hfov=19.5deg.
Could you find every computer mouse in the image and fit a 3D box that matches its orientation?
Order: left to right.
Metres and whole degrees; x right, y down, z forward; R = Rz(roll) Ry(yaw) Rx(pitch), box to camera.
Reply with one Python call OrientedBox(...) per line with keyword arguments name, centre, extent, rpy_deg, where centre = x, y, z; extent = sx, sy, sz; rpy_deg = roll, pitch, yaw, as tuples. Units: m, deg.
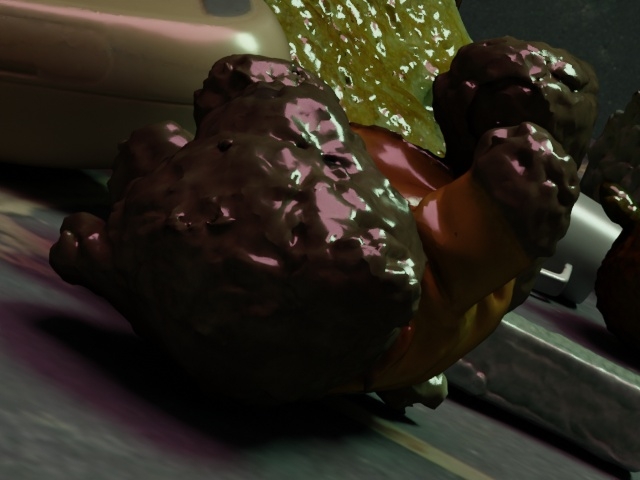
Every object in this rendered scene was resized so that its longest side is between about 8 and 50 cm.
OrientedBox(name="computer mouse", centre=(-0.130, -0.084, 0.823), extent=(0.236, 0.082, 0.145), rpy_deg=(6, 22, -13))

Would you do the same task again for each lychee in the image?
OrientedBox(name="lychee", centre=(0.214, 0.022, 1.076), extent=(0.146, 0.114, 0.114), rpy_deg=(45, 8, -4))

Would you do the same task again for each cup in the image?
OrientedBox(name="cup", centre=(0.122, -0.006, 1.156), extent=(0.116, 0.074, 0.104), rpy_deg=(30, 33, 1))

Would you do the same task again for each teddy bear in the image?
OrientedBox(name="teddy bear", centre=(0.000, 0.000, 0.647), extent=(0.177, 0.140, 0.190), rpy_deg=(2, 6, 28))

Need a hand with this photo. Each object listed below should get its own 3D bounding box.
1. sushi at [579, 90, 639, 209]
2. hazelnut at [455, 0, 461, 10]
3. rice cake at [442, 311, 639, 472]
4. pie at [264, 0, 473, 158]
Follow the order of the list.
OrientedBox(name="sushi", centre=(0.272, 0.000, 1.278), extent=(0.126, 0.136, 0.225), rpy_deg=(13, 22, -41))
OrientedBox(name="hazelnut", centre=(-0.018, -0.329, 1.750), extent=(0.421, 0.353, 0.421), rpy_deg=(45, -7, 7))
OrientedBox(name="rice cake", centre=(0.032, 0.030, 0.775), extent=(0.245, 0.042, 0.045), rpy_deg=(24, 7, -1))
OrientedBox(name="pie", centre=(0.000, -0.108, 1.014), extent=(0.277, 0.078, 0.277), rpy_deg=(34, 38, -31))
